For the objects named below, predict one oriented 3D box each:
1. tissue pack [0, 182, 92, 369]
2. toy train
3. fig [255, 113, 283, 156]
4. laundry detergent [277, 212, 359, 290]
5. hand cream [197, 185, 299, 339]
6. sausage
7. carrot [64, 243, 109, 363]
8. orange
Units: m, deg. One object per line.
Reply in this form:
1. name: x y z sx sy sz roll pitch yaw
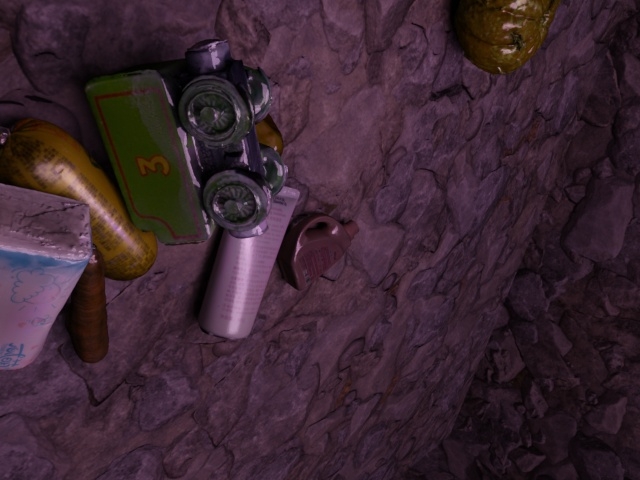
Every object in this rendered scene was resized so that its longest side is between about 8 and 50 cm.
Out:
1. tissue pack: -0.448 0.053 0.670 0.201 0.124 0.271 17 128 -35
2. toy train: -0.190 -0.136 0.771 0.173 0.249 0.307 -75 157 -61
3. fig: -0.149 -0.191 0.909 0.165 0.144 0.154 52 52 -38
4. laundry detergent: 0.000 0.000 1.262 0.237 0.076 0.171 -38 139 -24
5. hand cream: -0.165 0.040 1.098 0.185 0.118 0.358 13 98 -47
6. sausage: -0.366 -0.049 0.780 0.123 0.123 0.347 -45 142 -16
7. carrot: -0.388 0.109 0.838 0.070 0.070 0.342 -24 154 -36
8. orange: 0.459 -0.578 1.243 0.300 0.223 0.301 0 117 -65
